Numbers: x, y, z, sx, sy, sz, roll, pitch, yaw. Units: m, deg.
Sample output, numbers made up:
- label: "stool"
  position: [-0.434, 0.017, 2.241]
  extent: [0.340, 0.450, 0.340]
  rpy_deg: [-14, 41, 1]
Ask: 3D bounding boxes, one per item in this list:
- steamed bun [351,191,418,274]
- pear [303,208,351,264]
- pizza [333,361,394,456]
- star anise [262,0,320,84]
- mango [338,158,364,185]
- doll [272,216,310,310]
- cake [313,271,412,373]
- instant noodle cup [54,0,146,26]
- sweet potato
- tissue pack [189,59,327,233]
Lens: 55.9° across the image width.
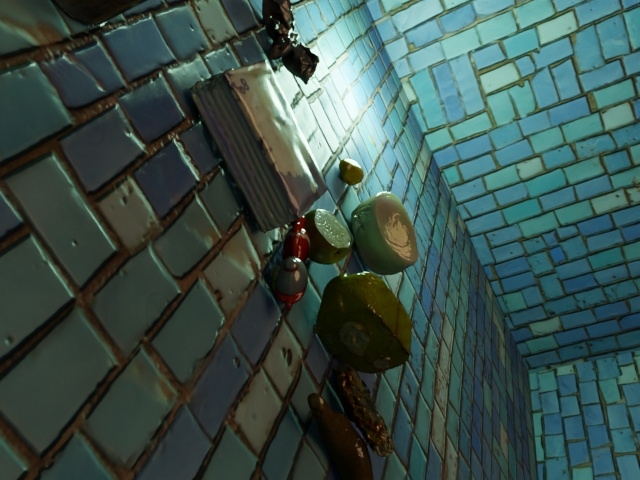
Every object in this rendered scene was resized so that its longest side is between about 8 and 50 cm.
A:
- label: "steamed bun"
  position: [0.174, -0.014, 1.787]
  extent: [0.153, 0.170, 0.238]
  rpy_deg: [-5, 74, -42]
- label: "pear"
  position: [0.000, 0.000, 1.468]
  extent: [0.141, 0.104, 0.141]
  rpy_deg: [33, 29, -21]
- label: "pizza"
  position: [0.086, 0.377, 1.348]
  extent: [0.127, 0.058, 0.246]
  rpy_deg: [95, -29, -53]
- label: "star anise"
  position: [-0.089, -0.559, 1.692]
  extent: [0.198, 0.111, 0.257]
  rpy_deg: [33, 37, -54]
- label: "mango"
  position: [0.093, -0.216, 1.876]
  extent: [0.114, 0.061, 0.080]
  rpy_deg: [10, 61, -59]
- label: "doll"
  position: [-0.060, 0.055, 1.309]
  extent: [0.142, 0.076, 0.245]
  rpy_deg: [92, 5, -46]
- label: "cake"
  position: [0.097, 0.197, 1.430]
  extent: [0.260, 0.179, 0.156]
  rpy_deg: [52, 29, -30]
- label: "instant noodle cup"
  position: [-0.334, -0.474, 0.980]
  extent: [0.217, 0.208, 0.217]
  rpy_deg: [47, 32, -42]
- label: "sweet potato"
  position: [0.052, 0.434, 1.258]
  extent: [0.108, 0.079, 0.346]
  rpy_deg: [-100, 168, -70]
- label: "tissue pack"
  position: [-0.124, -0.215, 1.330]
  extent: [0.343, 0.126, 0.242]
  rpy_deg: [65, 24, -13]
